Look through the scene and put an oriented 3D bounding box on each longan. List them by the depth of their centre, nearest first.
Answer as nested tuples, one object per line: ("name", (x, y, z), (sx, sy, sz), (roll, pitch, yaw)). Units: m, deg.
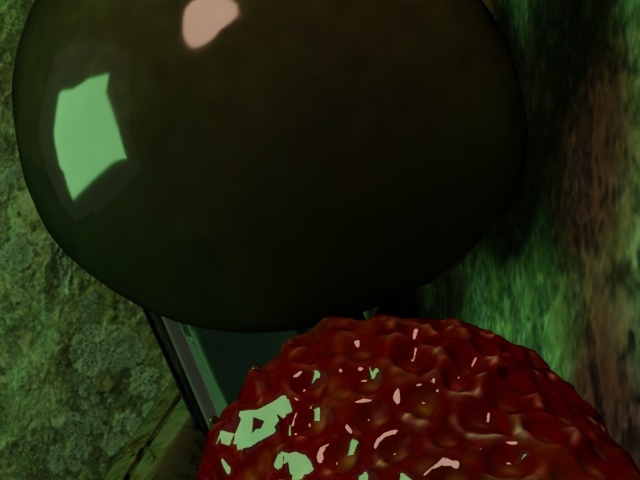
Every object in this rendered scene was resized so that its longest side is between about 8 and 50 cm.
("longan", (-0.024, -0.062, 0.785), (0.246, 0.246, 0.215), (-100, 28, -46))

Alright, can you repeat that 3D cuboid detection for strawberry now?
("strawberry", (0.057, 0.134, 0.688), (0.244, 0.205, 0.205), (16, 107, 57))

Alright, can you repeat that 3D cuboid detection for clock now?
("clock", (-0.055, 0.060, 1.034), (0.144, 0.073, 0.193), (32, 146, 61))

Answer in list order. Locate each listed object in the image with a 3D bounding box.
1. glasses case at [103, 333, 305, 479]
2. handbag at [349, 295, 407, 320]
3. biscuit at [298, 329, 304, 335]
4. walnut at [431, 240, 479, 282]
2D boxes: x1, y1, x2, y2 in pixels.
("glasses case", (-0.070, 0.176, 1.278), (0.425, 0.098, 0.156), (-59, -52, -68))
("handbag", (0.024, 0.152, 1.161), (0.216, 0.074, 0.203), (109, 158, -62))
("biscuit", (0.000, 0.001, 1.216), (0.208, 0.047, 0.164), (112, -176, -78))
("walnut", (0.047, -0.056, 0.950), (0.167, 0.087, 0.211), (-43, 49, 34))
